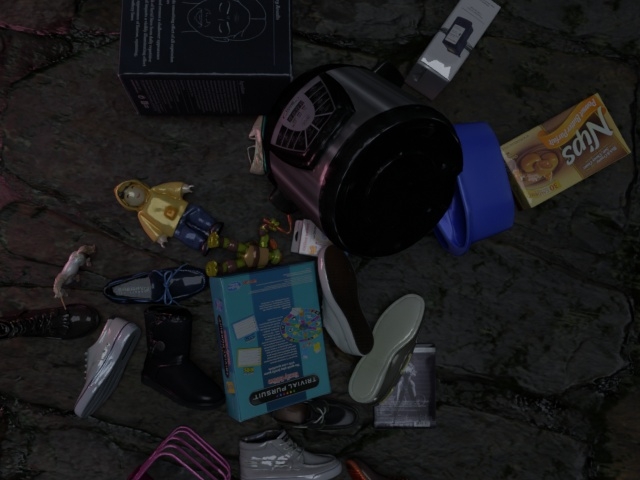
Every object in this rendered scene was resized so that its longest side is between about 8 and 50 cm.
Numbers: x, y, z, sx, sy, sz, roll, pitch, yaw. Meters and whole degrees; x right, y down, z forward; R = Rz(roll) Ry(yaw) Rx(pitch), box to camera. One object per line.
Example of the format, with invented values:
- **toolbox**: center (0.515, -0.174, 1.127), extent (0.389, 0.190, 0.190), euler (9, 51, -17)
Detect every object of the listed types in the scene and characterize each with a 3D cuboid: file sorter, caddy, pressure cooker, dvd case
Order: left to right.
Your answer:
- **file sorter**: center (-0.328, 0.572, 1.366), extent (0.202, 0.290, 0.182), euler (42, 82, -1)
- **pressure cooker**: center (0.068, -0.202, 1.372), extent (0.369, 0.420, 0.376), euler (-17, 130, -23)
- **dvd case**: center (0.220, 0.381, 1.547), extent (0.164, 0.018, 0.222), euler (0, 87, -3)
- **caddy**: center (0.336, -0.135, 1.475), extent (0.179, 0.241, 0.342), euler (-13, 87, -11)

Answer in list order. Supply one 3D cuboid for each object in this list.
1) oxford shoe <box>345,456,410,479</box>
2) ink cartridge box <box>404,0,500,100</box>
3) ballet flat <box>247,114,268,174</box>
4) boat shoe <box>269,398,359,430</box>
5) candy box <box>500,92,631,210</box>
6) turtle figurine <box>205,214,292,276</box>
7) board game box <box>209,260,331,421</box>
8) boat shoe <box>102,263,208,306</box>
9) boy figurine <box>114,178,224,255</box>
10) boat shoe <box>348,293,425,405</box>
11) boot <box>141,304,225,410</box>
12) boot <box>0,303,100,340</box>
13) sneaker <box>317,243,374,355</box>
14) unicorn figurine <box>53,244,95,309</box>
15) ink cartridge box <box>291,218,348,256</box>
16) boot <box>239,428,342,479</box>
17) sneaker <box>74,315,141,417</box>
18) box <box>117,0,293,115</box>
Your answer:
- **oxford shoe**: center (0.176, 0.635, 1.505), extent (0.271, 0.097, 0.098), euler (46, 65, -5)
- **ink cartridge box**: center (0.335, -0.501, 1.526), extent (0.100, 0.172, 0.237), euler (35, 85, -1)
- **ballet flat**: center (-0.165, -0.255, 1.539), extent (0.052, 0.057, 0.168), euler (0, 87, 6)
- **boat shoe**: center (-0.014, 0.446, 1.499), extent (0.232, 0.079, 0.084), euler (8, 85, -5)
- **candy box**: center (0.634, -0.233, 1.574), extent (0.316, 0.087, 0.183), euler (-29, 89, -6)
- **turtle figurine**: center (-0.176, 0.025, 1.489), extent (0.217, 0.087, 0.270), euler (4, 103, -35)
- **board game box**: center (-0.119, 0.234, 1.437), extent (0.253, 0.079, 0.336), euler (-9, 93, -31)
- **boat shoe**: center (-0.413, 0.125, 1.482), extent (0.258, 0.089, 0.109), euler (-14, 88, -5)
- **boy figurine**: center (-0.385, -0.077, 1.496), extent (0.285, 0.092, 0.177), euler (32, 88, -5)
- **boat shoe**: center (0.181, 0.279, 1.497), extent (0.109, 0.091, 0.305), euler (24, 78, 41)
- **boot**: center (-0.331, 0.276, 1.421), extent (0.246, 0.094, 0.207), euler (16, 108, 24)
- **boot**: center (-0.681, 0.204, 1.389), extent (0.262, 0.229, 0.091), euler (-4, 87, -4)
- **sneaker**: center (0.031, 0.153, 1.469), extent (0.105, 0.123, 0.290), euler (-23, 100, -41)
- **unicorn figurine**: center (-0.616, 0.081, 1.459), extent (0.060, 0.111, 0.162), euler (16, 86, -3)
- **ink cartridge box**: center (0.000, 0.000, 1.517), extent (0.143, 0.090, 0.092), euler (8, 86, -4)
- **boot**: center (-0.078, 0.537, 1.478), extent (0.258, 0.095, 0.124), euler (-6, 94, -3)
- **sneaker**: center (-0.546, 0.311, 1.473), extent (0.091, 0.094, 0.258), euler (26, 81, 16)
- **box**: center (-0.266, -0.483, 1.444), extent (0.395, 0.212, 0.294), euler (0, 77, -3)
